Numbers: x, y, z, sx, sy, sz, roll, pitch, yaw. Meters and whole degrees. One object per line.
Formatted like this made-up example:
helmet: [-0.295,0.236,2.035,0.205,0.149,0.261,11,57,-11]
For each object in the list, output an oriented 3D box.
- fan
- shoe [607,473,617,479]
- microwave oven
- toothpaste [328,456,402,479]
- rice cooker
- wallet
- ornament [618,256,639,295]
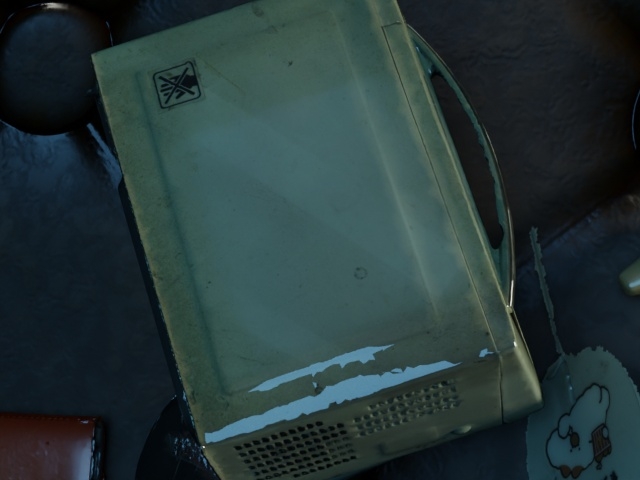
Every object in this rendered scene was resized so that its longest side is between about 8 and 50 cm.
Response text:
fan: [0.232,0.129,1.484,0.009,0.191,0.329,6,56,-24]
shoe: [0.327,0.275,1.423,0.099,0.125,0.227,-36,72,6]
microwave oven: [0.000,0.000,1.454,0.333,0.247,0.394,-18,67,1]
toothpaste: [0.079,0.182,1.549,0.268,0.047,0.069,-21,90,14]
rice cooker: [-0.114,0.216,1.570,0.112,0.106,0.165,24,85,18]
wallet: [-0.322,0.250,1.655,0.204,0.045,0.142,1,84,17]
ornament: [0.372,0.110,1.456,0.230,0.061,0.245,16,67,13]
